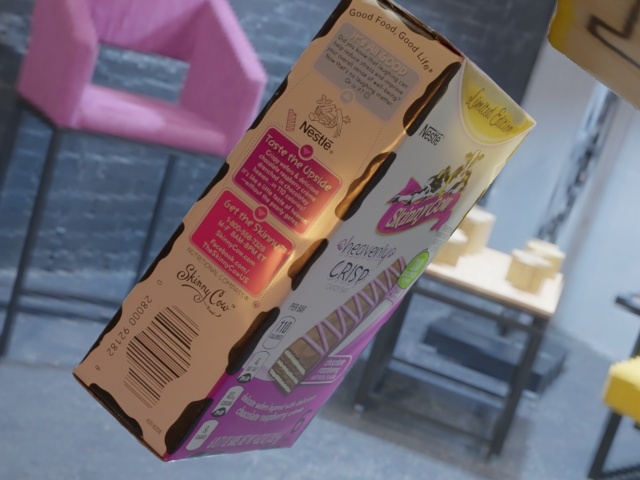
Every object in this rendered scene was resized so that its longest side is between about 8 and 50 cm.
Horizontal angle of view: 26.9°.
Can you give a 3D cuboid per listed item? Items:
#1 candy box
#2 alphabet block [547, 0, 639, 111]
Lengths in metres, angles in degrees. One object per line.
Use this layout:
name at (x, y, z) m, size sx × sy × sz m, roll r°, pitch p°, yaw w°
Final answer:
candy box at (0.000, 0.000, 0.680) m, size 0.071 × 0.233 × 0.159 m, roll 39°, pitch 9°, yaw 20°
alphabet block at (0.219, -0.110, 0.456) m, size 0.197 × 0.192 × 0.193 m, roll 38°, pitch -11°, yaw 11°
